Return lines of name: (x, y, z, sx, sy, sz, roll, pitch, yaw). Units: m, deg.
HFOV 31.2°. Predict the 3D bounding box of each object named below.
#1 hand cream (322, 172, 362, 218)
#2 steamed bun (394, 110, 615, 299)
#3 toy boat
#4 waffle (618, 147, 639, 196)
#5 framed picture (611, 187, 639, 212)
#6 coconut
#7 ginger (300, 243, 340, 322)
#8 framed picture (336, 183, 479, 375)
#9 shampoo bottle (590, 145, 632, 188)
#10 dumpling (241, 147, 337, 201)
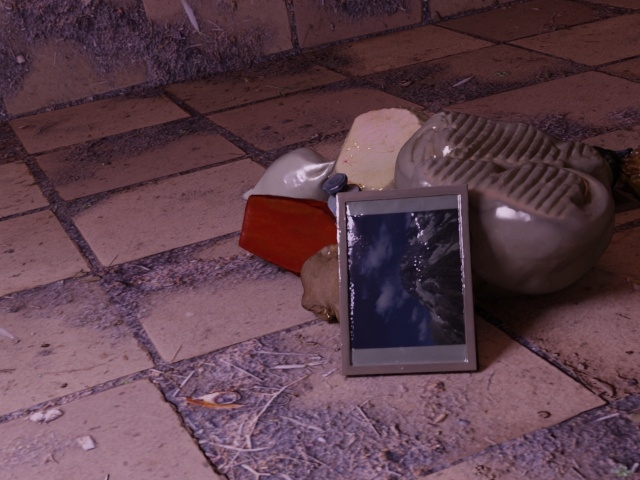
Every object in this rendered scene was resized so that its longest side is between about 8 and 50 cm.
hand cream: (0.087, 0.005, 1.850, 0.058, 0.271, 0.091, -40, 28, -10)
steamed bun: (0.288, -0.038, 1.879, 0.367, 0.255, 0.342, 19, 34, 17)
toy boat: (0.000, 0.000, 2.074, 0.133, 0.145, 0.331, 9, 5, -41)
waffle: (0.726, -0.134, 2.223, 0.281, 0.058, 0.301, -13, 23, -6)
framed picture: (0.486, -0.088, 2.255, 0.184, 0.016, 0.250, -13, 22, -12)
coconut: (0.146, -0.109, 2.110, 0.239, 0.244, 0.239, -13, 55, 19)
ginger: (0.039, 0.080, 1.846, 0.074, 0.138, 0.213, 9, 12, -27)
framed picture: (0.127, 0.059, 1.707, 0.208, 0.281, 0.019, -5, -9, 12)
shampoo bottle: (0.495, -0.117, 2.162, 0.101, 0.101, 0.284, 9, 27, 38)
dumpling: (-0.038, -0.122, 2.442, 0.252, 0.132, 0.179, -24, -4, 19)
